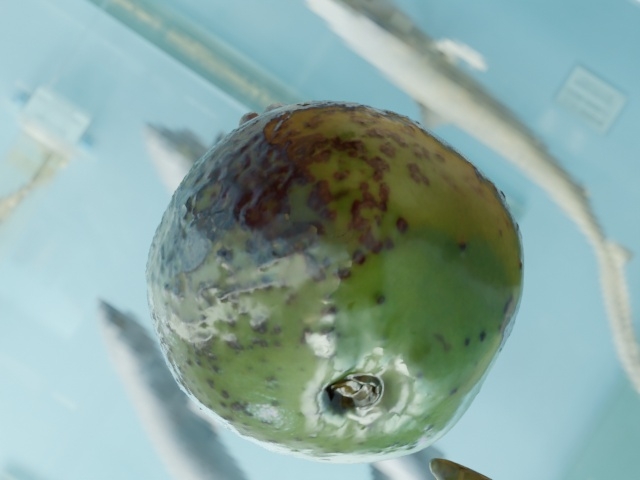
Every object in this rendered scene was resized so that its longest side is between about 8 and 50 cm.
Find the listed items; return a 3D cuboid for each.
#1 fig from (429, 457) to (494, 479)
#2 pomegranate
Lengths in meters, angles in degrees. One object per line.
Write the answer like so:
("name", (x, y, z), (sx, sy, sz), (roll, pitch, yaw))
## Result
("fig", (0.185, 0.156, 0.569), (0.368, 0.286, 0.286), (23, 178, 0))
("pomegranate", (0.000, 0.000, 0.986), (0.214, 0.214, 0.248), (35, -155, -41))
